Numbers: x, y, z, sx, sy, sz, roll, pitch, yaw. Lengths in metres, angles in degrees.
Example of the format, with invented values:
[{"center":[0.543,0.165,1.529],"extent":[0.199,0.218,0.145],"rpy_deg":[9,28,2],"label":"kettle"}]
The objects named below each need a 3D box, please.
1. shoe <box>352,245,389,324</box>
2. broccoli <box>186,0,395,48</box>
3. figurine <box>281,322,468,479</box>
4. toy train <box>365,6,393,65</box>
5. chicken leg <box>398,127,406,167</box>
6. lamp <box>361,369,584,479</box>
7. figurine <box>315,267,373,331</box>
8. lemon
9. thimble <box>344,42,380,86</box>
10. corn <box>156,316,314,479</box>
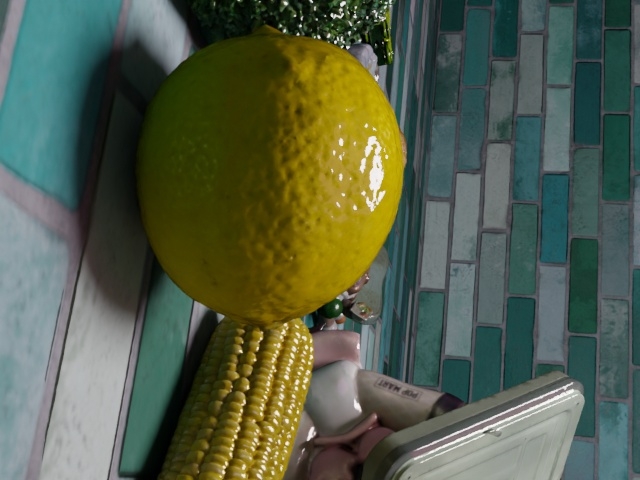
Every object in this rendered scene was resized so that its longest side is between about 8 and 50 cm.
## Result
[{"center":[0.061,0.072,1.293],"extent":[0.078,0.079,0.195],"rpy_deg":[-53,-161,34],"label":"shoe"},{"center":[-0.023,-0.243,0.607],"extent":[0.194,0.219,0.194],"rpy_deg":[30,41,-31],"label":"broccoli"},{"center":[0.061,0.283,0.916],"extent":[0.211,0.253,0.361],"rpy_deg":[-98,173,-49],"label":"figurine"},{"center":[0.089,-0.407,1.306],"extent":[0.085,0.053,0.250],"rpy_deg":[-85,170,-52],"label":"toy train"},{"center":[0.048,-0.151,1.115],"extent":[0.207,0.101,0.085],"rpy_deg":[38,50,-51],"label":"chicken leg"},{"center":[0.141,0.272,0.795],"extent":[0.269,0.047,0.267],"rpy_deg":[-12,121,-33],"label":"lamp"},{"center":[0.031,0.051,1.043],"extent":[0.197,0.093,0.147],"rpy_deg":[83,27,-43],"label":"figurine"},{"center":[-0.033,-0.038,0.525],"extent":[0.178,0.178,0.203],"rpy_deg":[-33,124,-75],"label":"lemon"},{"center":[-0.005,-0.114,0.771],"extent":[0.127,0.117,0.152],"rpy_deg":[-68,156,-58],"label":"thimble"},{"center":[-0.066,0.151,0.615],"extent":[0.244,0.093,0.093],"rpy_deg":[-73,162,-45],"label":"corn"}]
